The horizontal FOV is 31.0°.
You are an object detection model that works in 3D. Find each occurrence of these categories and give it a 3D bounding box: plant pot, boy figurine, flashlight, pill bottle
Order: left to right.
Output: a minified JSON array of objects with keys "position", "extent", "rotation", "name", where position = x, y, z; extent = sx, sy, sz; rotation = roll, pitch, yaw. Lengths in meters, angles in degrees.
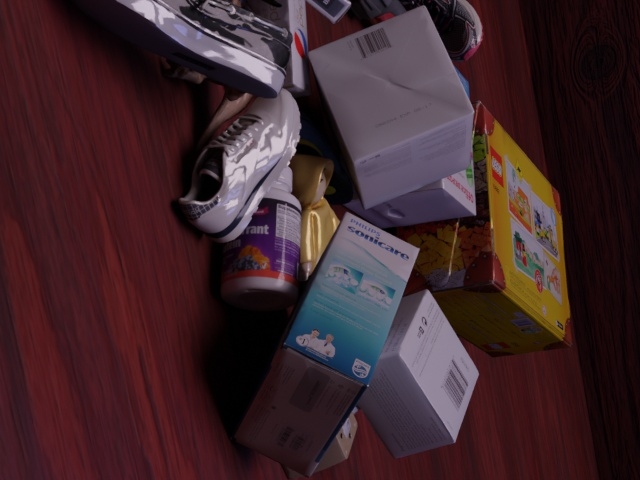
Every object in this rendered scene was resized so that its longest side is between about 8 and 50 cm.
[{"position":[-0.081,-0.008,1.593],"extent":[0.108,0.108,0.194],"rotation":[41,45,-58],"name":"pill bottle"},{"position":[-0.007,0.273,1.690],"extent":[0.109,0.096,0.109],"rotation":[-67,142,-51],"name":"plant pot"},{"position":[0.000,0.000,1.810],"extent":[0.177,0.092,0.285],"rotation":[-30,113,-63],"name":"boy figurine"},{"position":[0.138,-0.416,2.280],"extent":[0.304,0.103,0.103],"rotation":[37,50,-53],"name":"flashlight"}]

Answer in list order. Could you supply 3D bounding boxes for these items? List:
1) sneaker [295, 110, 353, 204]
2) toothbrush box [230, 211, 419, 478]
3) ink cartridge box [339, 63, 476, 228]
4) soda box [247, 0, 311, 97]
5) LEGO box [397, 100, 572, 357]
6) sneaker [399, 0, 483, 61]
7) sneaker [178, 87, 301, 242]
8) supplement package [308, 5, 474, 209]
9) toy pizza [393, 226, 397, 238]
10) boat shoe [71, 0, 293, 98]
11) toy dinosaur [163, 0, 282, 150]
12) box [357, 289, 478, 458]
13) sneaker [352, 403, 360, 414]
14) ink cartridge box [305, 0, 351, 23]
[{"position":[0.003,-0.134,1.887],"extent":[0.209,0.069,0.082],"rotation":[51,35,-51],"name":"sneaker"},{"position":[0.010,0.138,1.586],"extent":[0.216,0.126,0.295],"rotation":[-62,-178,39],"name":"toothbrush box"},{"position":[0.158,-0.181,2.103],"extent":[0.198,0.197,0.270],"rotation":[28,57,-62],"name":"ink cartridge box"},{"position":[-0.065,-0.328,1.781],"extent":[0.069,0.073,0.216],"rotation":[19,65,-65],"name":"soda box"},{"position":[0.341,-0.004,2.367],"extent":[0.500,0.193,0.373],"rotation":[34,50,-55],"name":"LEGO box"},{"position":[0.217,-0.488,2.386],"extent":[0.299,0.121,0.112],"rotation":[53,29,18],"name":"sneaker"},{"position":[-0.105,-0.115,1.534],"extent":[0.095,0.090,0.235],"rotation":[45,63,-44],"name":"sneaker"},{"position":[0.116,-0.205,1.850],"extent":[0.263,0.199,0.198],"rotation":[69,-1,-74],"name":"supplement package"},{"position":[0.182,-0.005,2.319],"extent":[0.201,0.032,0.201],"rotation":[-9,90,-68],"name":"toy pizza"},{"position":[-0.158,-0.274,1.374],"extent":[0.306,0.113,0.105],"rotation":[21,80,-30],"name":"boat shoe"},{"position":[-0.123,-0.276,1.579],"extent":[0.200,0.127,0.296],"rotation":[-24,110,-74],"name":"toy dinosaur"},{"position":[0.141,0.208,1.804],"extent":[0.182,0.119,0.181],"rotation":[57,33,-18],"name":"box"},{"position":[0.045,0.206,1.852],"extent":[0.236,0.095,0.105],"rotation":[-29,101,-65],"name":"sneaker"},{"position":[-0.070,-0.407,1.616],"extent":[0.208,0.045,0.206],"rotation":[32,15,-31],"name":"ink cartridge box"}]
